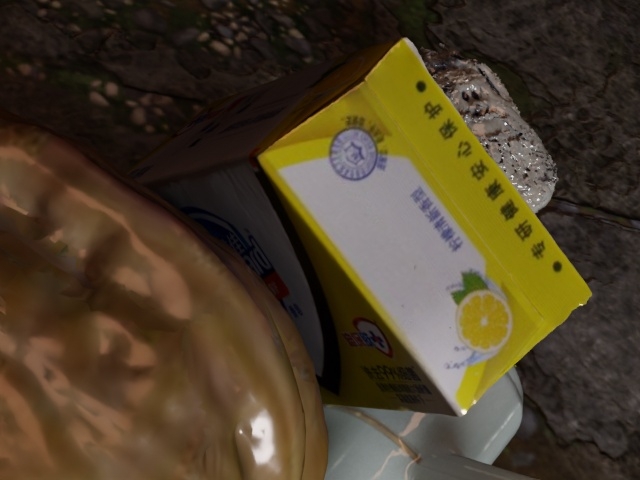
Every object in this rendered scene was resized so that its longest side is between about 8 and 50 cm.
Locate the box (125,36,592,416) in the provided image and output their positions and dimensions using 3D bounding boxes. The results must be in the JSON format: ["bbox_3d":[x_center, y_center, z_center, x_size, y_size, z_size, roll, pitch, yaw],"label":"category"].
[{"bbox_3d":[0.000,0.000,0.913,0.097,0.265,0.168,-43,106,-20],"label":"box"}]

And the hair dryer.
[{"bbox_3d":[0.128,0.148,0.913,0.357,0.107,0.173,14,50,41],"label":"hair dryer"}]

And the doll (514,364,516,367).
[{"bbox_3d":[0.040,0.025,1.126,0.221,0.135,0.143,24,11,-1],"label":"doll"}]

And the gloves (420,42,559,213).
[{"bbox_3d":[0.107,-0.076,1.278,0.114,0.070,0.153,-14,62,-39],"label":"gloves"}]

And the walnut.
[{"bbox_3d":[-0.173,0.079,0.823,0.344,0.306,0.306,42,44,6],"label":"walnut"}]
